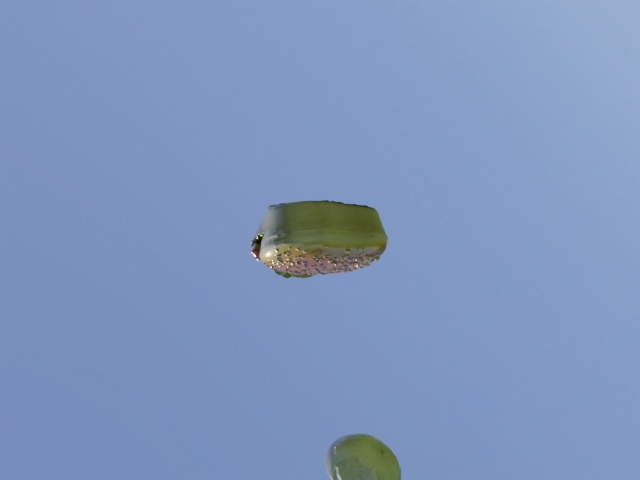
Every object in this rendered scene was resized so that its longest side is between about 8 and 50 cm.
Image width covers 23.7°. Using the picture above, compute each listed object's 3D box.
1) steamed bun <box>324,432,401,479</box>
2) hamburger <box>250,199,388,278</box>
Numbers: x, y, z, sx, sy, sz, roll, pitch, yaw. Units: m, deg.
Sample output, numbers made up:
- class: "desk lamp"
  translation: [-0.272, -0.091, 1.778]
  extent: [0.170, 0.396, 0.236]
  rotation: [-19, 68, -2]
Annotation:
- class: "steamed bun"
  translation: [0.072, 0.343, 2.276]
  extent: [0.130, 0.091, 0.112]
  rotation: [54, -170, 10]
- class: "hamburger"
  translation: [0.000, 0.000, 2.354]
  extent: [0.210, 0.173, 0.116]
  rotation: [6, -98, -37]
